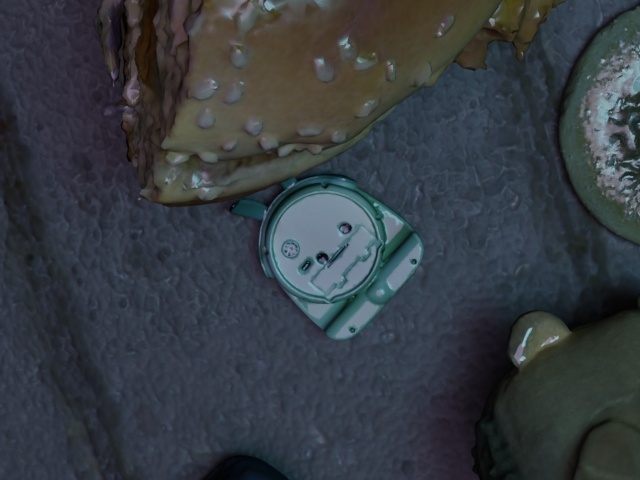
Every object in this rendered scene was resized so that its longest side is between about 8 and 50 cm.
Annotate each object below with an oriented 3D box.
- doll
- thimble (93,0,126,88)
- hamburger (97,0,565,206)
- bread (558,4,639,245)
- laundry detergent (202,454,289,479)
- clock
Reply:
[{"bbox_3d":[0.248,0.188,0.777,0.247,0.350,0.247,-14,140,-12],"label":"doll"},{"bbox_3d":[-0.108,-0.124,0.862,0.062,0.084,0.110,-32,98,5],"label":"thimble"},{"bbox_3d":[0.027,-0.246,0.740,0.286,0.268,0.446,3,77,-17],"label":"hamburger"},{"bbox_3d":[0.229,-0.076,0.894,0.112,0.036,0.193,-11,97,3],"label":"bread"},{"bbox_3d":[0.001,0.300,0.923,0.290,0.094,0.143,44,90,-9],"label":"laundry detergent"},{"bbox_3d":[0.000,0.000,0.901,0.135,0.041,0.101,40,96,-5],"label":"clock"}]
